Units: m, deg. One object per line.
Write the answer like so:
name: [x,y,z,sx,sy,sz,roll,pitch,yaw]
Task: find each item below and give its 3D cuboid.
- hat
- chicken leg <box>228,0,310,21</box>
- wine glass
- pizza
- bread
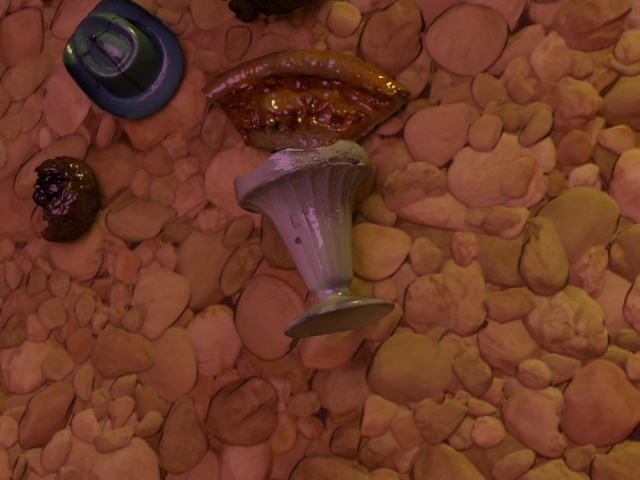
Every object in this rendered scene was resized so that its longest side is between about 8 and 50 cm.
hat: [-0.266,-0.243,1.920,0.191,0.078,0.138,40,96,27]
chicken leg: [-0.042,-0.457,1.845,0.211,0.140,0.361,-3,79,32]
wine glass: [0.000,0.000,1.696,0.165,0.165,0.196,-21,73,18]
pizza: [-0.023,-0.168,1.805,0.271,0.056,0.134,15,74,27]
bread: [-0.324,-0.058,1.906,0.082,0.060,0.113,-21,67,20]
